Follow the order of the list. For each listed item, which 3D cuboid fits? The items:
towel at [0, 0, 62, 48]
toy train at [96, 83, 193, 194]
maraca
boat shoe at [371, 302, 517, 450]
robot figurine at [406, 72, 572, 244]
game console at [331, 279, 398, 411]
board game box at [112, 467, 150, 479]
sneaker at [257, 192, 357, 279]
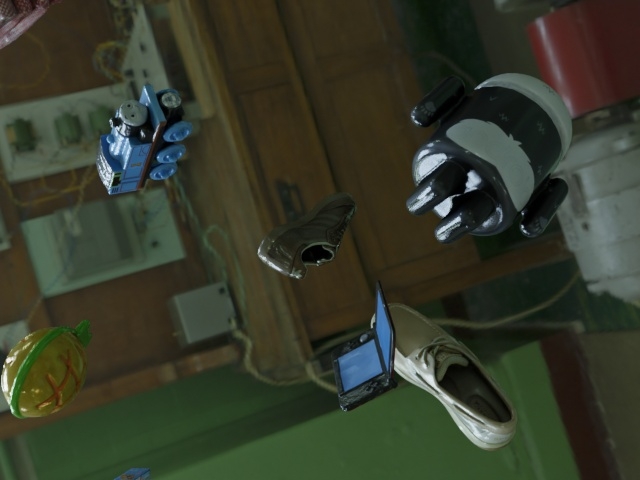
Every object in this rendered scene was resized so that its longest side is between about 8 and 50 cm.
[{"bbox_3d":[-0.232,-0.237,0.437,0.237,0.037,0.329,2,119,58],"label":"towel"},{"bbox_3d":[-0.241,-0.135,1.286,0.080,0.105,0.184,65,150,19],"label":"toy train"},{"bbox_3d":[-0.356,0.169,1.265,0.127,0.099,0.186,-66,-9,14],"label":"maraca"},{"bbox_3d":[0.199,0.199,1.513,0.302,0.109,0.098,47,160,25],"label":"boat shoe"},{"bbox_3d":[0.241,-0.118,1.357,0.173,0.278,0.209,15,141,41],"label":"robot figurine"},{"bbox_3d":[0.058,0.144,1.316,0.085,0.124,0.144,56,-169,-26],"label":"game console"},{"bbox_3d":[-0.326,0.466,1.509,0.211,0.039,0.160,-1,-89,-79],"label":"board game box"},{"bbox_3d":[0.000,0.000,1.218,0.071,0.188,0.066,38,132,18],"label":"sneaker"}]
